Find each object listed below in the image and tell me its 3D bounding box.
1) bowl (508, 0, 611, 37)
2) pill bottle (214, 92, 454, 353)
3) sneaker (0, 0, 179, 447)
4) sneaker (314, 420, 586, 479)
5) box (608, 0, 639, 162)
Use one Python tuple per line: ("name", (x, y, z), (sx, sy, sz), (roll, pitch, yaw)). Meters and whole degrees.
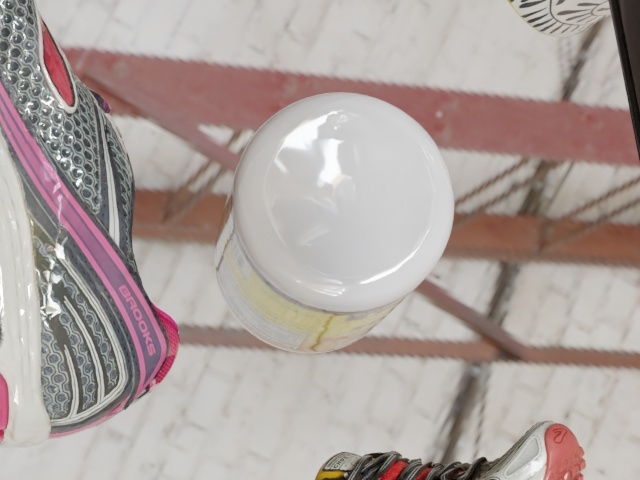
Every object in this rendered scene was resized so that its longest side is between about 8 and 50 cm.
("bowl", (0.163, -0.199, 0.801), (0.080, 0.170, 0.170), (2, -120, 40))
("pill bottle", (0.000, 0.000, 0.842), (0.215, 0.117, 0.117), (122, -7, -76))
("sneaker", (-0.142, -0.065, 0.582), (0.121, 0.112, 0.299), (-20, -100, 50))
("sneaker", (0.036, 0.145, 0.747), (0.225, 0.093, 0.088), (-35, 166, 33))
("box", (0.143, -0.068, 0.328), (0.220, 0.051, 0.175), (127, -40, -62))
